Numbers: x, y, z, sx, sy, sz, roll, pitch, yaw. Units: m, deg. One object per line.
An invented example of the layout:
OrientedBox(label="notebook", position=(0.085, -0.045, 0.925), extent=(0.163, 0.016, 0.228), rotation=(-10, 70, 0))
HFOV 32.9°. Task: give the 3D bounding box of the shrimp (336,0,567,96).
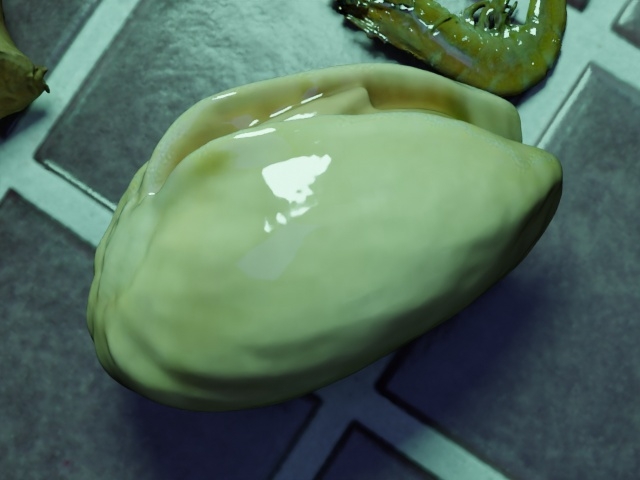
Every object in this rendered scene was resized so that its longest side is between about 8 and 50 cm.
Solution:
OrientedBox(label="shrimp", position=(0.096, -0.181, 0.783), extent=(0.178, 0.034, 0.124), rotation=(28, 83, 7))

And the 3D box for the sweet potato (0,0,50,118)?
OrientedBox(label="sweet potato", position=(-0.316, -0.231, 0.784), extent=(0.131, 0.131, 0.336), rotation=(-24, 82, 2))

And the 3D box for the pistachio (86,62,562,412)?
OrientedBox(label="pistachio", position=(0.000, 0.000, 0.699), extent=(0.318, 0.214, 0.193), rotation=(-17, 39, -5))
